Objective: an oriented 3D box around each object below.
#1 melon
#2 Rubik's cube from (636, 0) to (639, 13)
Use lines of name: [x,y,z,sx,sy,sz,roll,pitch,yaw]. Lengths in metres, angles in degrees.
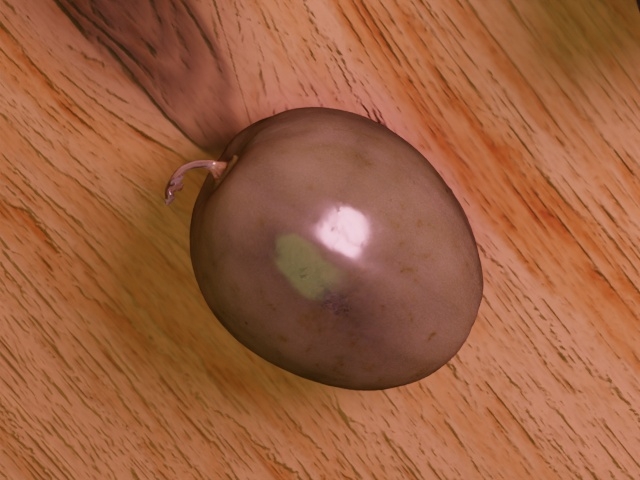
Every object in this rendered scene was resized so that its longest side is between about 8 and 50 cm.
melon: [0.011,0.010,1.772,0.271,0.272,0.308,-29,100,21]
Rubik's cube: [0.388,-0.319,1.530,0.293,0.292,0.287,-14,111,18]
